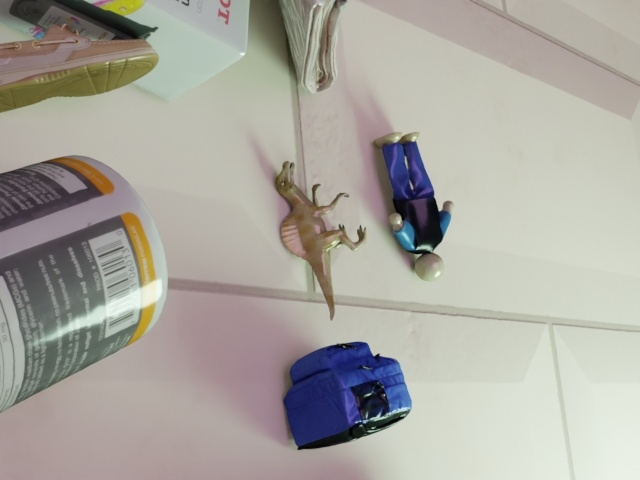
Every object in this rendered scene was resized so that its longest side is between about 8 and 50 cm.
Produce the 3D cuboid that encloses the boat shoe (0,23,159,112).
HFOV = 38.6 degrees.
[{"bbox_3d":[-0.226,-0.157,0.785,0.170,0.063,0.059,-16,77,-24],"label":"boat shoe"}]

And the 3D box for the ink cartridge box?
[{"bbox_3d":[-0.213,-0.297,0.824,0.306,0.131,0.226,20,63,-40],"label":"ink cartridge box"}]

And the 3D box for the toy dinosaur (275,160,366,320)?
[{"bbox_3d":[0.000,0.000,1.019,0.092,0.053,0.183,-14,79,-32],"label":"toy dinosaur"}]

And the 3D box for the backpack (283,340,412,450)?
[{"bbox_3d":[0.035,0.157,0.955,0.120,0.098,0.101,1,73,-45],"label":"backpack"}]

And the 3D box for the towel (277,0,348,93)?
[{"bbox_3d":[-0.033,-0.347,0.943,0.053,0.317,0.332,-13,86,-4],"label":"towel"}]

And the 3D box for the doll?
[{"bbox_3d":[0.124,-0.042,1.153,0.129,0.046,0.189,-7,81,-46],"label":"doll"}]

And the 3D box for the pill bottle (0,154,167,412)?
[{"bbox_3d":[-0.256,0.047,0.640,0.278,0.162,0.162,-27,97,-47],"label":"pill bottle"}]
